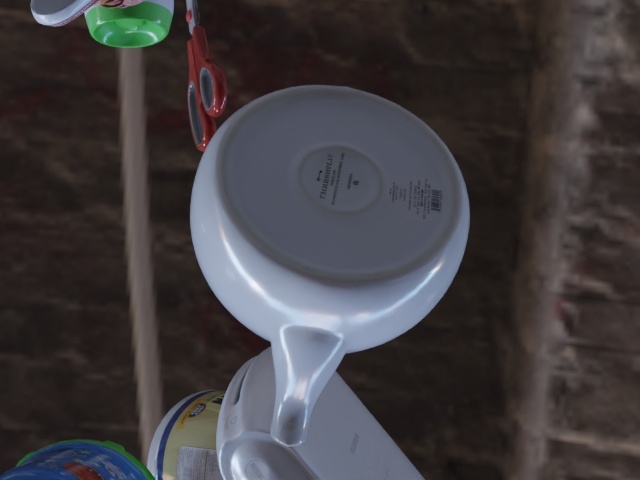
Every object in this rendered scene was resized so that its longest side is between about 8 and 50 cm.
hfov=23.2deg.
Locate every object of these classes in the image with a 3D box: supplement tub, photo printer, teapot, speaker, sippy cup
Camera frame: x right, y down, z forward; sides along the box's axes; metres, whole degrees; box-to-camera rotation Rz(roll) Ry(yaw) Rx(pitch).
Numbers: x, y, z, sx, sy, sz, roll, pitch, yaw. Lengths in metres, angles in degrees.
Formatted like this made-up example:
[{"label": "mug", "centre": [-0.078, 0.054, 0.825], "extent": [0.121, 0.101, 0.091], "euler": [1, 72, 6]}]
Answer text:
[{"label": "supplement tub", "centre": [-0.074, 0.338, 2.278], "extent": [0.316, 0.228, 0.228], "euler": [-1, -179, 44]}, {"label": "photo printer", "centre": [0.007, 0.266, 1.767], "extent": [0.107, 0.307, 0.256], "euler": [-35, -170, 19]}, {"label": "teapot", "centre": [0.000, 0.000, 1.347], "extent": [0.256, 0.187, 0.252], "euler": [-30, -115, -29]}, {"label": "speaker", "centre": [-0.270, -0.426, 2.177], "extent": [0.131, 0.297, 0.131], "euler": [-3, 165, -1]}, {"label": "sippy cup", "centre": [-0.317, 0.355, 1.875], "extent": [0.240, 0.305, 0.224], "euler": [46, -179, 11]}]

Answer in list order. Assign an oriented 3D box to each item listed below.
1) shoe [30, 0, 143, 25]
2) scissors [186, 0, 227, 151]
[{"label": "shoe", "centre": [-0.227, -0.265, 1.631], "extent": [0.063, 0.081, 0.178], "euler": [20, -123, 29]}, {"label": "scissors", "centre": [-0.152, -0.242, 1.839], "extent": [0.021, 0.297, 0.109], "euler": [-3, 147, -20]}]
